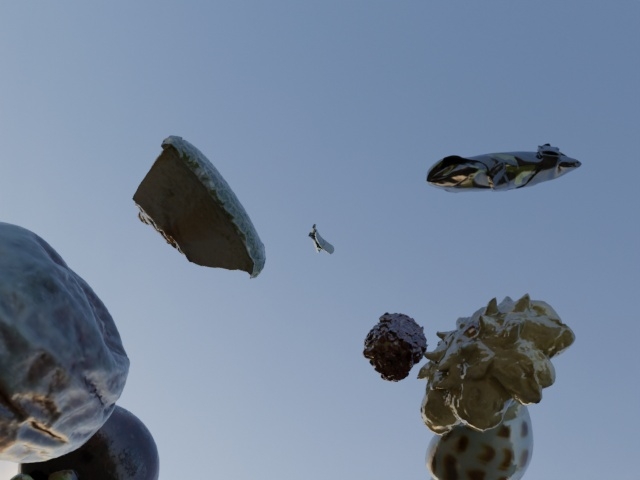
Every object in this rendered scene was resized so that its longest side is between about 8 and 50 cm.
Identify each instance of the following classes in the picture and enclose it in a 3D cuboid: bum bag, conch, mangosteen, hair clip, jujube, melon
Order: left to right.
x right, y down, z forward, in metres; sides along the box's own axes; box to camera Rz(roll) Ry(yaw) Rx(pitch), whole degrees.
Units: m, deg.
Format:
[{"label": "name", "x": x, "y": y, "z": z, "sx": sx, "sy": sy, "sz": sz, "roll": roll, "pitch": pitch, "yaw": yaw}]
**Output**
[{"label": "jujube", "x": -0.354, "y": 0.126, "z": 0.727, "sx": 0.246, "sy": 0.215, "sz": 0.308, "roll": 46, "pitch": -17, "yaw": 47}, {"label": "mangosteen", "x": -0.485, "y": 0.481, "z": 1.313, "sx": 0.311, "sy": 0.311, "sz": 0.311, "roll": 5, "pitch": -79, "yaw": 30}, {"label": "melon", "x": -0.133, "y": -0.042, "z": 0.648, "sx": 0.202, "sy": 0.093, "sz": 0.139, "roll": 41, "pitch": -23, "yaw": 40}, {"label": "hair clip", "x": 0.001, "y": -0.001, "z": 1.334, "sx": 0.039, "sy": 0.115, "sz": 0.030, "roll": 12, "pitch": -106, "yaw": 18}, {"label": "conch", "x": 0.287, "y": 0.405, "z": 1.179, "sx": 0.275, "sy": 0.183, "sz": 0.148, "roll": -37, "pitch": -124, "yaw": 15}, {"label": "bum bag", "x": 0.254, "y": -0.098, "z": 0.891, "sx": 0.107, "sy": 0.232, "sz": 0.060, "roll": 177, "pitch": -97, "yaw": -72}]

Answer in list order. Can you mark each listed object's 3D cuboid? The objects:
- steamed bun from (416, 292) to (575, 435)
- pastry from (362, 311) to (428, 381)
[{"label": "steamed bun", "x": 0.267, "y": 0.194, "z": 1.084, "sx": 0.292, "sy": 0.295, "sz": 0.137, "roll": -44, "pitch": -86, "yaw": 7}, {"label": "pastry", "x": 0.148, "y": 0.206, "z": 1.258, "sx": 0.115, "sy": 0.208, "sz": 0.097, "roll": 38, "pitch": -77, "yaw": 2}]
